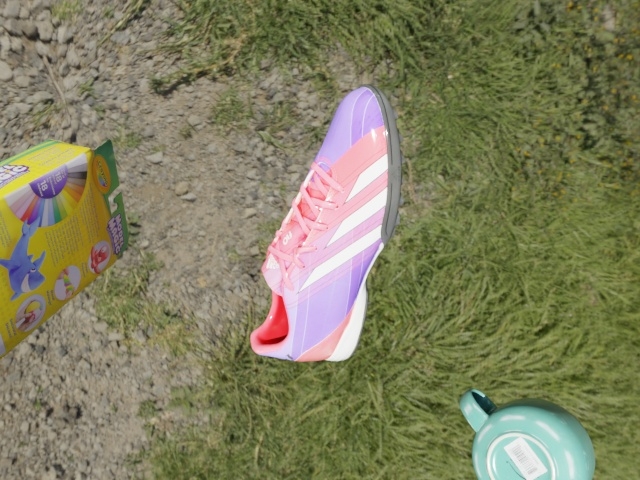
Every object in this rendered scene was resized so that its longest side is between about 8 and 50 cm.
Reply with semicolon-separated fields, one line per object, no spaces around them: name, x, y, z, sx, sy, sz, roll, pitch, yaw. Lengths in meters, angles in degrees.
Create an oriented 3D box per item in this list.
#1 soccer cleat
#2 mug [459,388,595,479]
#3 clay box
soccer cleat;0.000;0.000;0.535;0.116;0.109;0.318;-1;122;-19
mug;0.236;0.257;0.623;0.097;0.157;0.130;12;81;-56
clay box;-0.251;0.006;0.430;0.053;0.222;0.127;14;125;13
